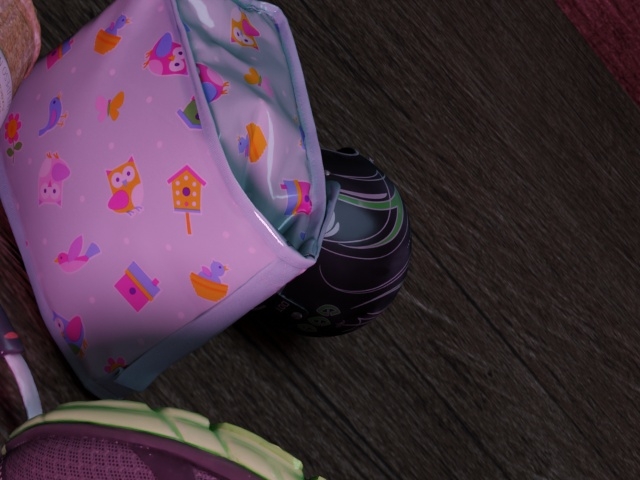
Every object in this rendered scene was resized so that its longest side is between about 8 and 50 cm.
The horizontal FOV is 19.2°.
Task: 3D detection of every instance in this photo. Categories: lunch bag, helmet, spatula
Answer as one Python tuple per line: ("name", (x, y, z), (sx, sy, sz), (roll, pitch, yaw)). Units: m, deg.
("lunch bag", (-0.113, -0.036, 1.393), (0.160, 0.223, 0.262), (19, 45, -49))
("helmet", (0.000, 0.000, 1.634), (0.161, 0.169, 0.169), (5, 54, -40))
("spatula", (-0.205, 0.102, 1.289), (0.084, 0.030, 0.296), (-1, 61, -63))

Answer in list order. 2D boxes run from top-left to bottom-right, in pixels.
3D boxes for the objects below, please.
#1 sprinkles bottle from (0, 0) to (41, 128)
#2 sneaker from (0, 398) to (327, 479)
("sprinkles bottle", (-0.281, -0.068, 1.249), (0.121, 0.121, 0.355), (47, 26, -21))
("sneaker", (-0.023, 0.274, 1.107), (0.483, 0.185, 0.202), (39, 60, 15))
